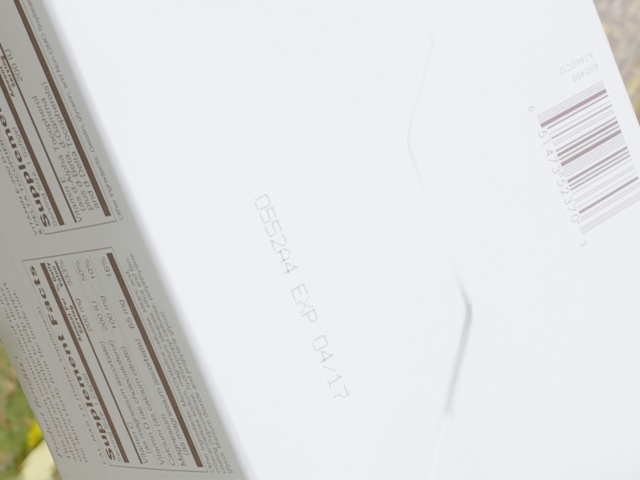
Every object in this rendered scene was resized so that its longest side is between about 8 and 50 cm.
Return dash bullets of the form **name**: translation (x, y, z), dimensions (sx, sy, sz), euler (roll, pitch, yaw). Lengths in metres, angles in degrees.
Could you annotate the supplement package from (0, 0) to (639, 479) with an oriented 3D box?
- **supplement package**: translation (0.000, 0.000, 0.607), dimensions (0.204, 0.145, 0.261), euler (-28, 102, -32)
